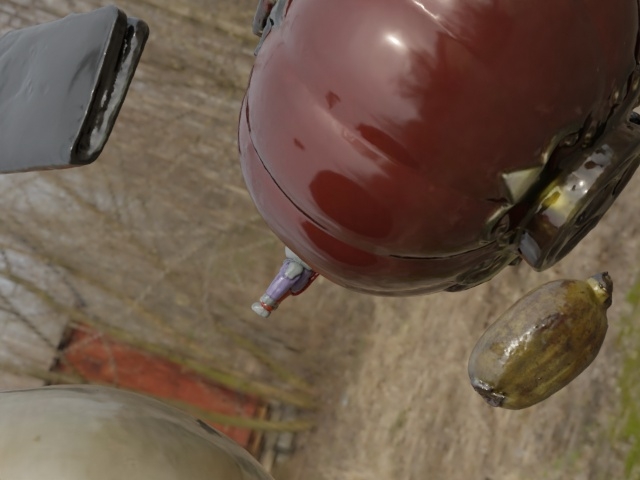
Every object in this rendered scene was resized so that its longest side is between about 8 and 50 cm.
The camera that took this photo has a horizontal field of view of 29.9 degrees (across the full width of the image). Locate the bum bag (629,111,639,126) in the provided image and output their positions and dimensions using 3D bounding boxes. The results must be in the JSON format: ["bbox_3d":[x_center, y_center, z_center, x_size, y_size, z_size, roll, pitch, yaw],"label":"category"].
[{"bbox_3d":[0.293,-0.110,1.341,0.198,0.087,0.049,-9,79,47],"label":"bum bag"}]

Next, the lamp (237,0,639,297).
[{"bbox_3d":[0.084,-0.101,0.792,0.303,0.257,0.303,-44,-15,-15],"label":"lamp"}]

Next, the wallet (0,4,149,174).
[{"bbox_3d":[-0.343,-0.162,1.378,0.378,0.051,0.197,-2,66,46],"label":"wallet"}]

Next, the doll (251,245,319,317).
[{"bbox_3d":[0.000,0.000,1.395,0.227,0.075,0.102,-52,-2,21],"label":"doll"}]

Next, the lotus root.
[{"bbox_3d":[0.325,0.139,1.720,0.260,0.145,0.128,-41,39,-8],"label":"lotus root"}]

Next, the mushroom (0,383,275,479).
[{"bbox_3d":[-0.143,0.239,0.670,0.290,0.298,0.297,-93,19,-44],"label":"mushroom"}]
